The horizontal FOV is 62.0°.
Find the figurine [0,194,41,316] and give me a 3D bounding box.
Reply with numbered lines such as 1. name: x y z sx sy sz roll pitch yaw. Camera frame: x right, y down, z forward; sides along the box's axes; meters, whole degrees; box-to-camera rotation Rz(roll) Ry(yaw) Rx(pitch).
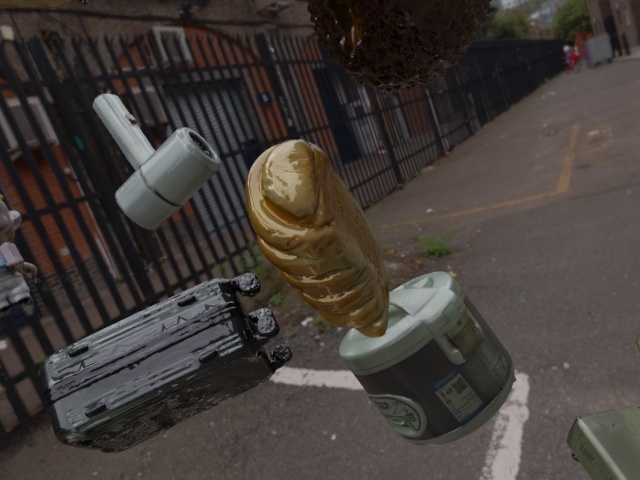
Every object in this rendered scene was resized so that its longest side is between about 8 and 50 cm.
1. figurine: -0.491 0.004 0.760 0.137 0.229 0.112 -28 -10 -29

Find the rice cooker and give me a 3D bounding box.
1. rice cooker: 0.200 0.218 1.032 0.288 0.277 0.288 -35 7 5

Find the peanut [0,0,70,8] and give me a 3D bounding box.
1. peanut: -0.423 -0.353 0.620 0.148 0.147 0.319 -12 -2 37

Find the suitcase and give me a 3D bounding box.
1. suitcase: -0.205 0.174 0.749 0.312 0.128 0.202 -25 -25 -8

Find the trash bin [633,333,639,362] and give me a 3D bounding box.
1. trash bin: 0.490 0.143 0.727 0.092 0.043 0.061 -8 -27 9

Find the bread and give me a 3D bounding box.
1. bread: 0.000 0.000 0.714 0.121 0.311 0.172 -17 48 19

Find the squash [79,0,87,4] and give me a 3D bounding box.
1. squash: -0.220 -0.308 0.414 0.069 0.069 0.258 -23 -22 -18

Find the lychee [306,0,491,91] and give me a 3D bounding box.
1. lychee: 0.115 -0.348 0.733 0.268 0.267 0.267 -19 10 4

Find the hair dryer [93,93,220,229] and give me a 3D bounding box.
1. hair dryer: -0.152 -0.085 0.458 0.082 0.137 0.047 -43 -19 11

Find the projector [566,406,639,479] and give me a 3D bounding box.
1. projector: 0.542 0.348 0.809 0.270 0.088 0.193 -1 30 -12
